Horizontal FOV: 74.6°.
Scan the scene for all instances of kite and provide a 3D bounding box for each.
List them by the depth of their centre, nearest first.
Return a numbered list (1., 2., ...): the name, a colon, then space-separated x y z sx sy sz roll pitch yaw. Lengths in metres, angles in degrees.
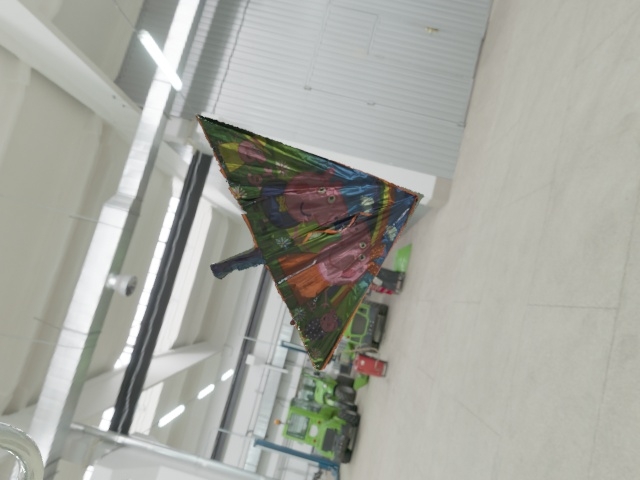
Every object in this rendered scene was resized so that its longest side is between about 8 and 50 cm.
1. kite: 0.000 0.000 0.440 0.016 0.233 0.322 -113 1 -65

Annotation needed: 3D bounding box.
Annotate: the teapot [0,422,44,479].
1. teapot: -0.471 0.284 0.344 0.423 0.252 0.281 -8 -66 -50
